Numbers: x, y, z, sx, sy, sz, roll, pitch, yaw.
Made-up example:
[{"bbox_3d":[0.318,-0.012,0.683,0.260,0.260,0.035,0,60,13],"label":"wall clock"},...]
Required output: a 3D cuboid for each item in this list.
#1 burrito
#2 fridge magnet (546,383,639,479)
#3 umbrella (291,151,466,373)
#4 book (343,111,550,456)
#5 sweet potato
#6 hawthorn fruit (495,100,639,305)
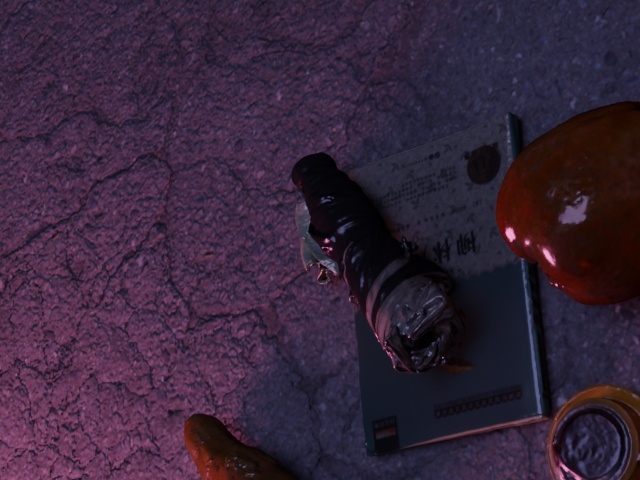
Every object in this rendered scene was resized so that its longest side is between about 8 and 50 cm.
[{"bbox_3d":[0.003,-0.001,2.124,0.074,0.044,0.118,-12,68,29],"label":"burrito"},{"bbox_3d":[0.306,0.226,1.790,0.143,0.063,0.143,-10,74,36],"label":"fridge magnet"},{"bbox_3d":[0.065,0.017,2.006,0.113,0.106,0.358,-44,46,11],"label":"umbrella"},{"bbox_3d":[0.146,0.057,1.995,0.264,0.031,0.379,-19,65,36],"label":"book"},{"bbox_3d":[-0.070,0.320,2.057,0.354,0.095,0.106,27,54,38],"label":"sweet potato"},{"bbox_3d":[0.322,-0.062,1.780,0.210,0.210,0.262,38,91,40],"label":"hawthorn fruit"}]
